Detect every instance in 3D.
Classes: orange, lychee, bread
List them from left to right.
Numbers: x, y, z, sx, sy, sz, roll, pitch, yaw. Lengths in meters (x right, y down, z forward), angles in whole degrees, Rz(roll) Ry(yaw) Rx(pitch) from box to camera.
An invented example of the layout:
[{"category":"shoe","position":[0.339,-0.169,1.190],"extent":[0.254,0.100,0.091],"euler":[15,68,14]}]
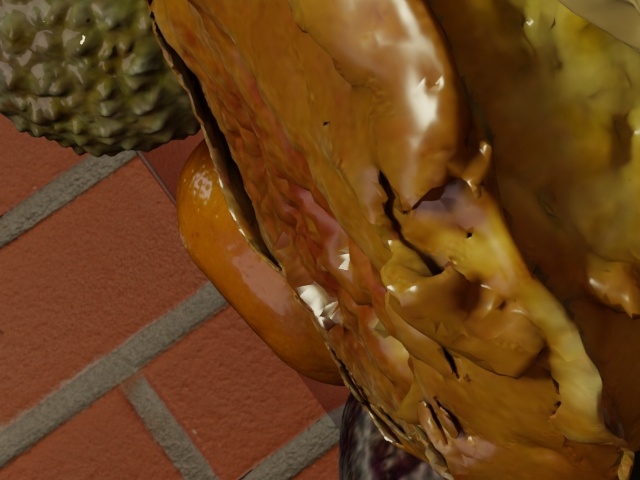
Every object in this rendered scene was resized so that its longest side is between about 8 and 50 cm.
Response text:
[{"category":"lychee","position":[-0.132,-0.183,1.014],"extent":[0.255,0.255,0.274],"euler":[56,155,-13]},{"category":"orange","position":[0.000,0.000,1.221],"extent":[0.240,0.171,0.240],"euler":[49,176,5]},{"category":"bread","position":[0.058,-0.063,0.666],"extent":[0.337,0.204,0.358],"euler":[59,172,-15]}]

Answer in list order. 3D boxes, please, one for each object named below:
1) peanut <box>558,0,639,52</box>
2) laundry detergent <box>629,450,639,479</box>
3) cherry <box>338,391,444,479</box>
[{"category":"peanut","position":[0.081,-0.168,0.406],"extent":[0.313,0.149,0.149],"euler":[61,168,-23]},{"category":"laundry detergent","position":[0.186,0.217,0.766],"extent":[0.398,0.124,0.264],"euler":[-8,-104,-75]},{"category":"cherry","position":[0.121,0.181,1.096],"extent":[0.296,0.218,0.255],"euler":[-77,-32,-62]}]
